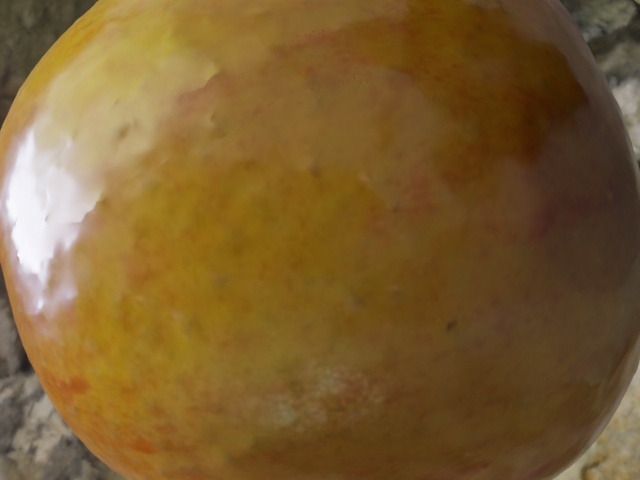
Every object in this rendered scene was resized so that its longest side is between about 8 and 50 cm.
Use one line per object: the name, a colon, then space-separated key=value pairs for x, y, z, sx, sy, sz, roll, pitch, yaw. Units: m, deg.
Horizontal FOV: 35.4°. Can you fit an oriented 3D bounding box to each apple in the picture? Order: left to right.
apple: x=0.000 y=0.000 z=0.480 sx=0.275 sy=0.299 sz=0.299 roll=-18 pitch=-151 yaw=-10

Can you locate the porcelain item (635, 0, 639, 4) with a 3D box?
porcelain item: x=0.167 y=-0.189 z=0.336 sx=0.253 sy=0.253 sz=0.253 roll=24 pitch=-164 yaw=-8
